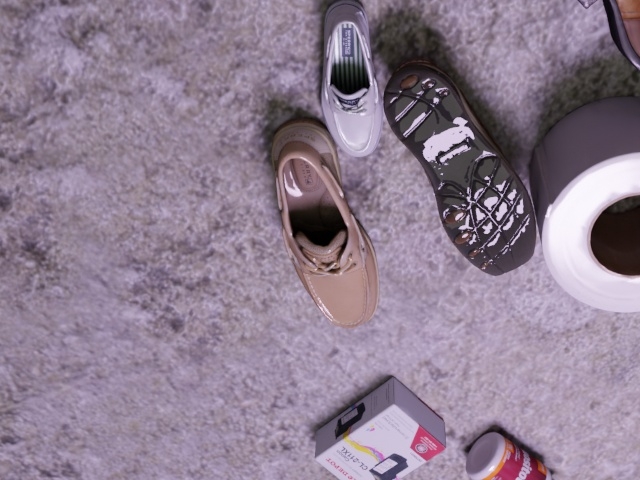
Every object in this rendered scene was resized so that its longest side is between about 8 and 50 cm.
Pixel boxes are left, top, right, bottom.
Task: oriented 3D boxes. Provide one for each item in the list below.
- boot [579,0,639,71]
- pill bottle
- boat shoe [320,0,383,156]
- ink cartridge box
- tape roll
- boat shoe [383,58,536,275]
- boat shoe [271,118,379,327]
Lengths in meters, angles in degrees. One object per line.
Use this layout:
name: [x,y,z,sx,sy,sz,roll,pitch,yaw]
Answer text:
boot: [0.465,-0.347,1.425,0.280,0.096,0.264,-40,104,16]
pill bottle: [0.316,0.383,1.871,0.152,0.086,0.086,35,118,-18]
boat shoe: [0.035,-0.202,1.529,0.083,0.076,0.226,-7,121,8]
ink cartridge box: [0.095,0.321,1.853,0.175,0.072,0.127,-39,113,23]
tape roll: [0.410,-0.048,1.547,0.246,0.169,0.246,1,122,2]
boat shoe: [0.194,-0.108,1.551,0.123,0.120,0.324,-24,111,15]
boat shoe: [0.000,0.000,1.636,0.122,0.110,0.341,-14,120,12]
